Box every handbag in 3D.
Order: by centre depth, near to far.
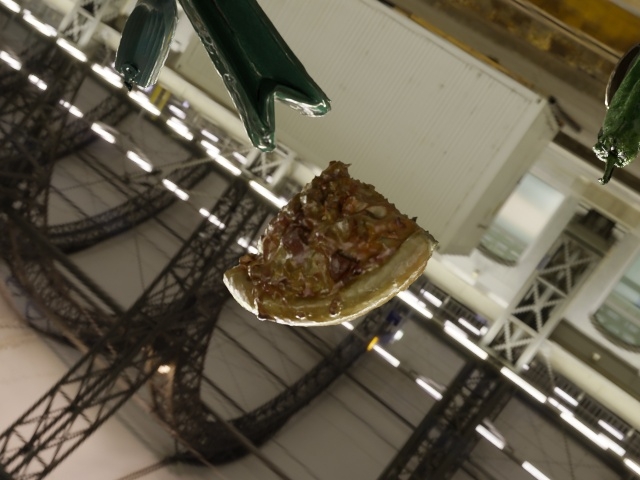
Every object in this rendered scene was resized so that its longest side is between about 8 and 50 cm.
[{"bbox_3d":[-0.093,-0.227,0.849,0.238,0.089,0.326,59,-179,-12],"label":"handbag"}]

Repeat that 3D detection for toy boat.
[{"bbox_3d":[-0.411,-0.500,1.769,0.114,0.296,0.122,32,-133,-7],"label":"toy boat"}]

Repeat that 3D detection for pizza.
[{"bbox_3d":[0.000,0.000,0.956,0.336,0.225,0.086,-12,157,38],"label":"pizza"}]

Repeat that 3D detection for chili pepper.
[{"bbox_3d":[0.418,-0.176,0.943,0.065,0.278,0.122,30,175,0],"label":"chili pepper"}]

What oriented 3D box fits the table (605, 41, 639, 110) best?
[{"bbox_3d":[0.588,-0.219,1.144,0.167,0.167,0.226,27,-169,-27],"label":"table"}]
